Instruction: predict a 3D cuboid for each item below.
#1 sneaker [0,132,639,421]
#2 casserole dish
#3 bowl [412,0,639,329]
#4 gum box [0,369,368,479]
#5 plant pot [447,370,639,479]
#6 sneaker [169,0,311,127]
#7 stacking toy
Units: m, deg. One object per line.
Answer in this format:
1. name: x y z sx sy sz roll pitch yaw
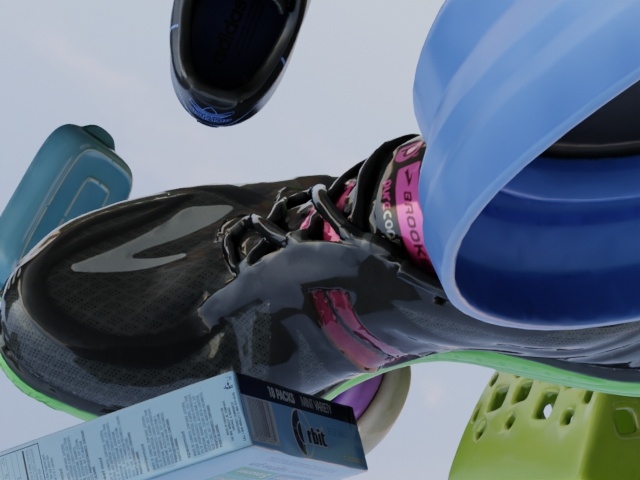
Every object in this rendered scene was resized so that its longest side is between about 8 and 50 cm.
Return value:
1. sneaker: 0.037 0.000 1.033 0.483 0.202 0.185 -8 -123 4
2. casserole dish: -0.236 -0.018 1.612 0.037 0.188 0.114 22 169 41
3. bowl: 0.213 -0.081 0.602 0.391 0.391 0.077 4 -119 -50
4. gum box: -0.089 0.123 0.901 0.157 0.184 0.041 28 -135 -66
5. plant pot: 0.275 0.150 1.522 0.227 0.207 0.228 22 164 -22
6. sneaker: -0.026 -0.172 0.927 0.081 0.232 0.090 13 -177 -5
7. stacking toy: -0.071 0.086 1.740 0.330 0.141 0.141 36 -160 -20
